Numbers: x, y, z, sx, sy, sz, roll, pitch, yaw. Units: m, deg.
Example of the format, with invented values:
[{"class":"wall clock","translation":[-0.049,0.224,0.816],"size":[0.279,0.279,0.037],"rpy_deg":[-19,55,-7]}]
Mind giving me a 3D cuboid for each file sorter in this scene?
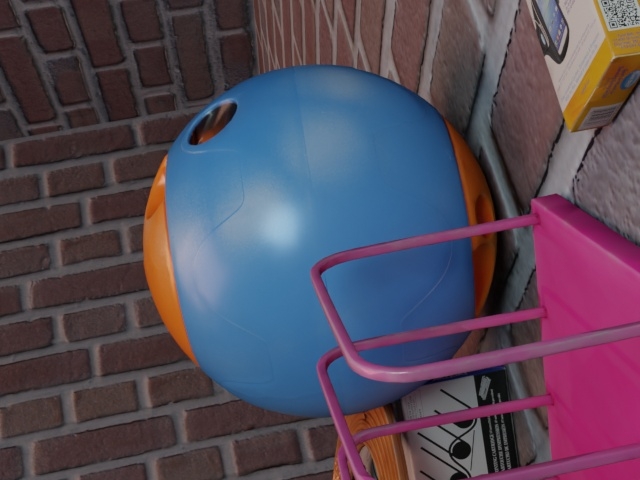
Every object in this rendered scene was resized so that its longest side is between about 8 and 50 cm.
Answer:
[{"class":"file sorter","translation":[0.106,0.150,0.584],"size":[0.202,0.182,0.290],"rpy_deg":[-117,17,-71]}]

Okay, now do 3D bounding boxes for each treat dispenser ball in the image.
[{"class":"treat dispenser ball","translation":[0.000,0.000,0.803],"size":[0.288,0.288,0.288],"rpy_deg":[169,90,-84]}]

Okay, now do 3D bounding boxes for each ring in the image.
[{"class":"ring","translation":[0.051,0.296,0.880],"size":[0.336,0.032,0.336],"rpy_deg":[-177,90,-81]}]

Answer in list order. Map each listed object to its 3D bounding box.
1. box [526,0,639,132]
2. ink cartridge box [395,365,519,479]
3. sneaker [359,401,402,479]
[{"class":"box","translation":[0.137,-0.137,0.524],"size":[0.081,0.028,0.136],"rpy_deg":[95,165,-70]},{"class":"ink cartridge box","translation":[0.130,0.216,0.887],"size":[0.046,0.097,0.207],"rpy_deg":[-124,23,-78]},{"class":"sneaker","translation":[0.121,0.331,1.037],"size":[0.210,0.138,0.365],"rpy_deg":[108,156,-79]}]
